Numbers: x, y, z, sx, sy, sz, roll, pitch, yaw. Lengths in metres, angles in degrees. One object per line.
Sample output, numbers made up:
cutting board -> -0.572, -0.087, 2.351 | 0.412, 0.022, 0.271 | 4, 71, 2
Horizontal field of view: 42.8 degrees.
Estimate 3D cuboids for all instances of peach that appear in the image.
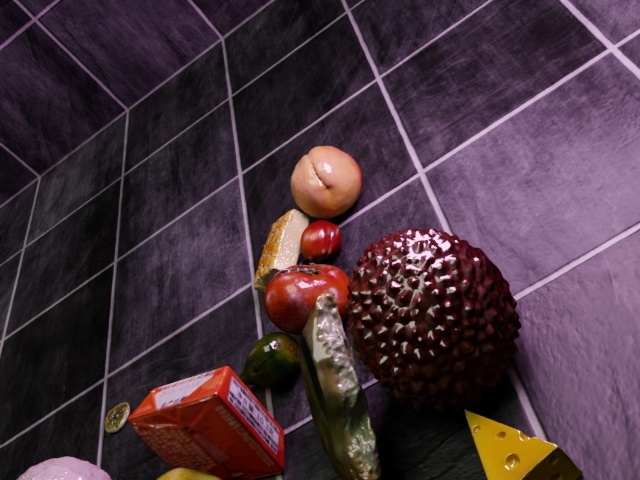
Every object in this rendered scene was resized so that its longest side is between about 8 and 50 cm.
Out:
peach -> 0.015, -0.139, 1.979 | 0.184, 0.184, 0.184 | -27, 38, 23
peach -> -0.001, -0.001, 1.911 | 0.101, 0.101, 0.100 | -27, 38, 23

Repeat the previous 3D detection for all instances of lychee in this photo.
lychee -> 0.186, 0.130, 1.410 | 0.306, 0.306, 0.330 | -17, 49, 33

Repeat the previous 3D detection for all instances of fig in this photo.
fig -> -0.116, 0.273, 1.739 | 0.177, 0.117, 0.117 | -46, 31, 27

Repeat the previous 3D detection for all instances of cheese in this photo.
cheese -> 0.291, 0.331, 1.271 | 0.126, 0.093, 0.171 | -44, 33, 0

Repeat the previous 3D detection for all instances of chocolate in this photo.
chocolate -> -0.214, 0.374, 1.615 | 0.235, 0.237, 0.108 | -22, 27, 29

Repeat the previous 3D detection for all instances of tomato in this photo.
tomato -> -0.026, 0.128, 1.744 | 0.187, 0.187, 0.151 | 12, 101, 50

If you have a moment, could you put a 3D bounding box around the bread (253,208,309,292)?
bread -> -0.095, 0.026, 1.969 | 0.125, 0.068, 0.188 | -44, 23, 52

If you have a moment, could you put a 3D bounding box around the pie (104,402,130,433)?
pie -> -0.502, 0.437, 2.017 | 0.084, 0.021, 0.084 | -27, 38, 24

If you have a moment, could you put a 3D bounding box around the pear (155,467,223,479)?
pear -> -0.251, 0.533, 1.518 | 0.197, 0.197, 0.197 | -27, 38, 23

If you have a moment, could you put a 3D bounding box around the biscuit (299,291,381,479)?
biscuit -> 0.027, 0.279, 1.430 | 0.078, 0.329, 0.335 | -12, 41, -13

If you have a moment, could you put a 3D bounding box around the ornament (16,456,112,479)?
ornament -> -0.537, 0.581, 1.689 | 0.225, 0.259, 0.259 | -41, 22, 59
